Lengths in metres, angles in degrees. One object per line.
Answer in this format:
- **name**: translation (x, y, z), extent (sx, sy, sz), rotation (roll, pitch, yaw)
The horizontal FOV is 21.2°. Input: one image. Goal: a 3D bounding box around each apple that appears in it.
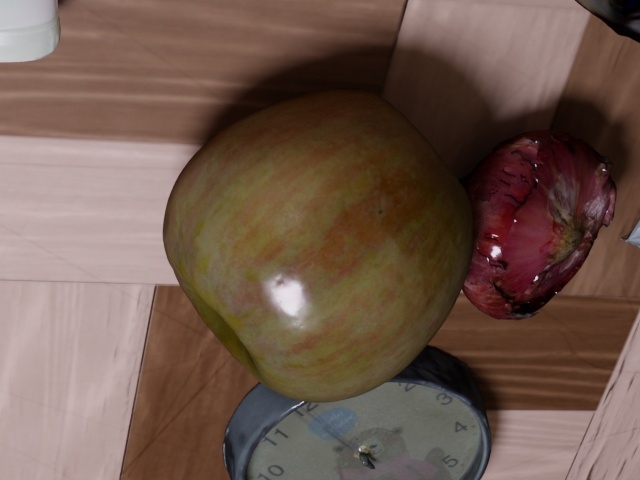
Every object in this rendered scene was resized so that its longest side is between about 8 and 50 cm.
- **apple**: translation (0.000, 0.000, 1.443), extent (0.234, 0.257, 0.257), rotation (-44, 133, -12)

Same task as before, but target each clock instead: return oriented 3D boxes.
- **clock**: translation (0.040, 0.217, 1.769), extent (0.281, 0.055, 0.280), rotation (-7, 133, -8)

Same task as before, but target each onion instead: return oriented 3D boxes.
- **onion**: translation (0.173, -0.024, 1.540), extent (0.184, 0.147, 0.184), rotation (-41, 146, -37)

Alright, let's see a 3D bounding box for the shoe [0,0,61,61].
- **shoe**: translation (-0.327, -0.196, 1.292), extent (0.265, 0.095, 0.110), rotation (-2, 126, -19)

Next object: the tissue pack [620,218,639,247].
- **tissue pack**: translation (0.381, -0.052, 1.629), extent (0.123, 0.026, 0.193), rotation (10, 128, -21)

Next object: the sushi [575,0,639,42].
- **sushi**: translation (0.334, -0.278, 1.241), extent (0.294, 0.299, 0.281), rotation (11, 156, -19)
